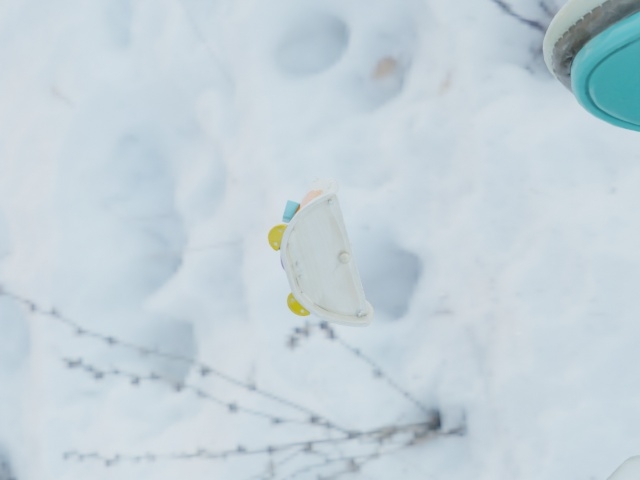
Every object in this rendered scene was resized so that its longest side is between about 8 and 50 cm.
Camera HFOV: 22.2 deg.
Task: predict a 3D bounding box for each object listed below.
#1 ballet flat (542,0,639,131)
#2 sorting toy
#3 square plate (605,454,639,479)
[{"bbox_3d":[0.172,-0.078,0.356,0.248,0.086,0.086,-6,85,17],"label":"ballet flat"},{"bbox_3d":[0.000,0.000,0.925,0.045,0.075,0.083,-12,113,9],"label":"sorting toy"},{"bbox_3d":[0.111,0.297,0.484,0.347,0.344,0.049,55,144,-6],"label":"square plate"}]
